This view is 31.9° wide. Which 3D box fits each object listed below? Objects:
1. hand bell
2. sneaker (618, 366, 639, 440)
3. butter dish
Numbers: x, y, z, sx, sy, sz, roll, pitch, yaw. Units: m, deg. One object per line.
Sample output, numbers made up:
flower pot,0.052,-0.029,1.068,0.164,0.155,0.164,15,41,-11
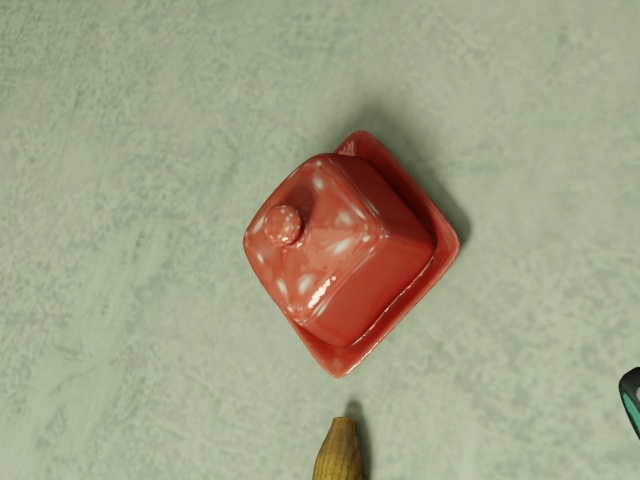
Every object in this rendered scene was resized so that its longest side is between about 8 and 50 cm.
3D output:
hand bell,0.001,0.251,0.838,0.126,0.126,0.242,-11,59,34
sneaker,0.282,0.149,0.677,0.098,0.083,0.224,-35,59,-4
butter dish,0.000,0.000,0.882,0.160,0.118,0.160,-48,56,16
